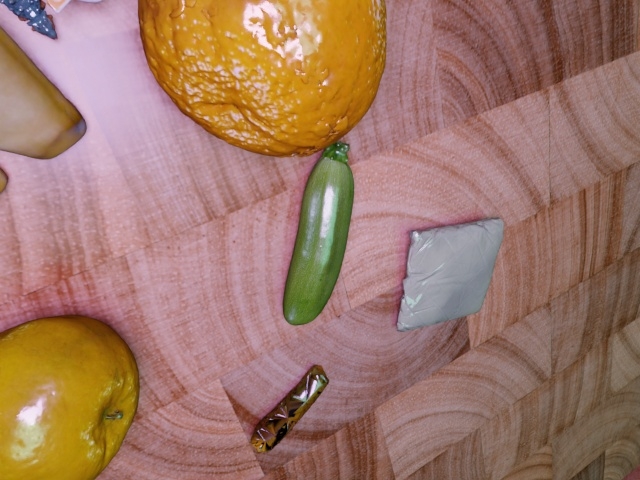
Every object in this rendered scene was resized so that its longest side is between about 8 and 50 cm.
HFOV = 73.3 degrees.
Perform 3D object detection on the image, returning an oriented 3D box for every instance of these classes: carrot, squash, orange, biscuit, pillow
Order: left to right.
[{"bbox_3d":[-0.477,-0.180,0.533,0.237,0.062,0.290,-39,141,-12],"label":"biscuit"},{"bbox_3d":[-0.418,0.247,0.652,0.235,0.279,0.279,7,107,6],"label":"orange"},{"bbox_3d":[-0.069,-0.291,0.597,0.341,0.341,0.293,36,64,-32],"label":"orange"},{"bbox_3d":[-0.067,0.386,0.992,0.228,0.069,0.069,-46,122,-7],"label":"carrot"},{"bbox_3d":[0.000,0.000,0.862,0.107,0.107,0.395,6,104,-29],"label":"squash"},{"bbox_3d":[0.317,0.082,1.073,0.274,0.076,0.280,-8,117,-22],"label":"pillow"}]

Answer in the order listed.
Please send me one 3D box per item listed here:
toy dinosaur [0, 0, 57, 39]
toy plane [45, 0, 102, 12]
[{"bbox_3d":[-0.409,-0.333,0.563,0.049,0.055,0.154,-40,123,-5],"label":"toy dinosaur"},{"bbox_3d":[-0.354,-0.395,0.502,0.245,0.117,0.244,-1,91,-43],"label":"toy plane"}]
